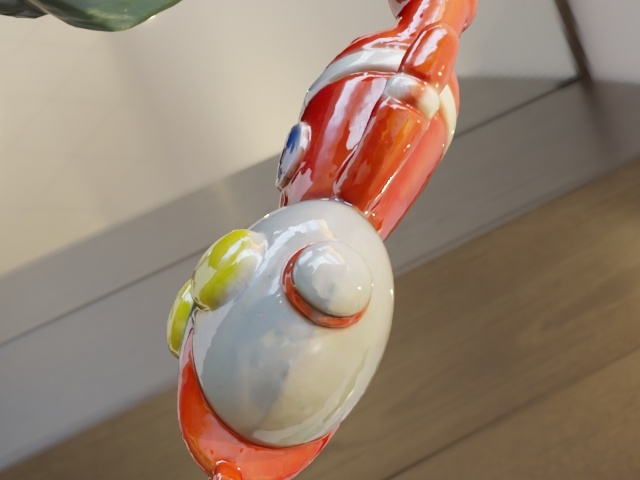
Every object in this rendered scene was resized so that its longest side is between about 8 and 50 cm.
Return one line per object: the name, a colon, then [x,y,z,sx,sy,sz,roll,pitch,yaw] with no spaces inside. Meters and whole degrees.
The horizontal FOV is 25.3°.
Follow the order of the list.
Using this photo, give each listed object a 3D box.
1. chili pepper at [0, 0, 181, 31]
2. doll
chili pepper: [-0.181,-0.252,0.900,0.256,0.248,0.233,-10,92,-73]
doll: [0.000,0.000,0.543,0.076,0.245,0.142,29,-33,-5]
